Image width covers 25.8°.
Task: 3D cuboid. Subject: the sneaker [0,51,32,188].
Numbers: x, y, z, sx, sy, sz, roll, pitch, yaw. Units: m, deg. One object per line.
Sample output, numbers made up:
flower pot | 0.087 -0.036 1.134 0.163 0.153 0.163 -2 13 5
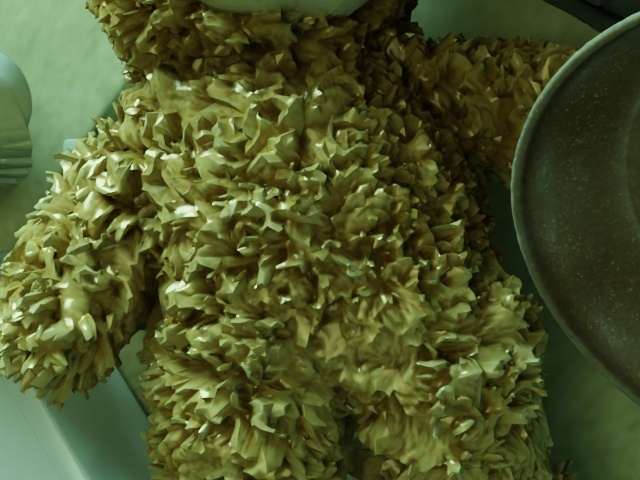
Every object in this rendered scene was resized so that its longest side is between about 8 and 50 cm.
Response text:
sneaker | -0.181 -0.066 0.603 0.235 0.090 0.094 -5 76 61

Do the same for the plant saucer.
plant saucer | 0.152 0.002 0.391 0.199 0.036 0.198 21 141 18

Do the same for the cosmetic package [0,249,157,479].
cosmetic package | -0.113 0.127 0.631 0.099 0.060 0.239 -44 71 26

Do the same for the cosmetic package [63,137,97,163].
cosmetic package | -0.053 -0.016 0.594 0.115 0.041 0.060 -1 93 32

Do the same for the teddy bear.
teddy bear | 0.000 0.000 0.488 0.245 0.113 0.337 8 94 9

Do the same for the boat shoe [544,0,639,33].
boat shoe | 0.114 -0.084 0.412 0.229 0.076 0.080 29 113 -5
